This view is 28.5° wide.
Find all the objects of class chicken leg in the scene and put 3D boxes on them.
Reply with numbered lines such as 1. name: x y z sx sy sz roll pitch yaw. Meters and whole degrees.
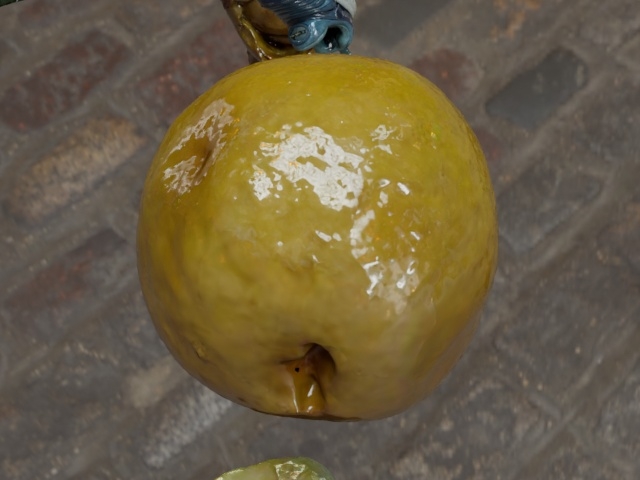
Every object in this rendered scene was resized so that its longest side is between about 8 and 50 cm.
1. chicken leg: -0.070 -0.316 1.656 0.182 0.409 0.295 -12 65 -11

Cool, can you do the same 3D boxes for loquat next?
1. loquat: 0.000 0.000 0.697 0.208 0.208 0.208 -4 55 6

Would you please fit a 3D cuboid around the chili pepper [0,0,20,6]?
1. chili pepper: -0.209 -0.221 0.964 0.227 0.059 0.088 -10 92 -2

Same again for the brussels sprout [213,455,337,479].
1. brussels sprout: -0.027 0.235 0.862 0.151 0.122 0.149 20 57 32

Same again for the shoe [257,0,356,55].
1. shoe: -0.014 -0.214 1.202 0.064 0.143 0.071 -13 76 28
